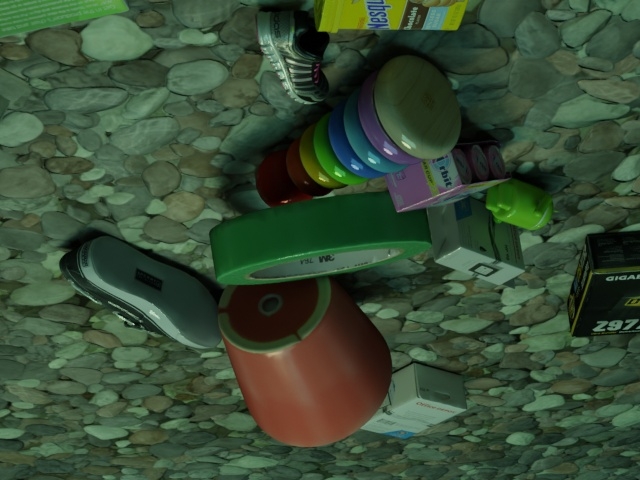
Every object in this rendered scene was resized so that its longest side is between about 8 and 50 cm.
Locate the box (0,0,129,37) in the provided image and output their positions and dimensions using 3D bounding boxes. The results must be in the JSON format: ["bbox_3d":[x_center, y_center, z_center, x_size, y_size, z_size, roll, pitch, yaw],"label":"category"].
[{"bbox_3d":[-0.370,-0.338,1.387,0.232,0.058,0.322,-10,149,11],"label":"box"}]

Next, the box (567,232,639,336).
[{"bbox_3d":[0.599,0.072,2.215,0.322,0.079,0.257,-4,153,0],"label":"box"}]

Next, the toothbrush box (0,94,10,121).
[{"bbox_3d":[-0.548,-0.103,1.558,0.216,0.126,0.295,35,123,-21],"label":"toothbrush box"}]

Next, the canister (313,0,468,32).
[{"bbox_3d":[0.084,-0.296,1.498,0.170,0.073,0.126,-1,151,-8],"label":"canister"}]

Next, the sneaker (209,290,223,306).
[{"bbox_3d":[-0.196,0.124,2.243,0.144,0.053,0.059,-7,157,15],"label":"sneaker"}]

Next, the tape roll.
[{"bbox_3d":[0.000,0.000,1.900,0.321,0.077,0.321,-10,173,-1],"label":"tape roll"}]

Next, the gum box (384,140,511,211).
[{"bbox_3d":[0.183,-0.091,1.816,0.107,0.062,0.188,-22,174,30],"label":"gum box"}]

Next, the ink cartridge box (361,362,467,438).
[{"bbox_3d":[0.180,0.327,2.616,0.139,0.082,0.191,19,143,-35],"label":"ink cartridge box"}]

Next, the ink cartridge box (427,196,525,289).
[{"bbox_3d":[0.256,0.001,2.018,0.180,0.104,0.060,19,143,-35],"label":"ink cartridge box"}]

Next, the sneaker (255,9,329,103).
[{"bbox_3d":[-0.017,-0.229,1.613,0.075,0.063,0.170,-9,146,21],"label":"sneaker"}]

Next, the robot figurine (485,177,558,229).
[{"bbox_3d":[0.304,-0.055,1.960,0.115,0.067,0.101,17,163,-33],"label":"robot figurine"}]

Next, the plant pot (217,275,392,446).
[{"bbox_3d":[-0.041,0.167,2.147,0.275,0.275,0.243,-12,141,14],"label":"plant pot"}]

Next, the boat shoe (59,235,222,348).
[{"bbox_3d":[-0.292,0.097,2.119,0.105,0.113,0.306,-18,145,39],"label":"boat shoe"}]

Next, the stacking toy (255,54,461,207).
[{"bbox_3d":[0.032,-0.127,1.759,0.141,0.141,0.330,19,151,-35],"label":"stacking toy"}]
